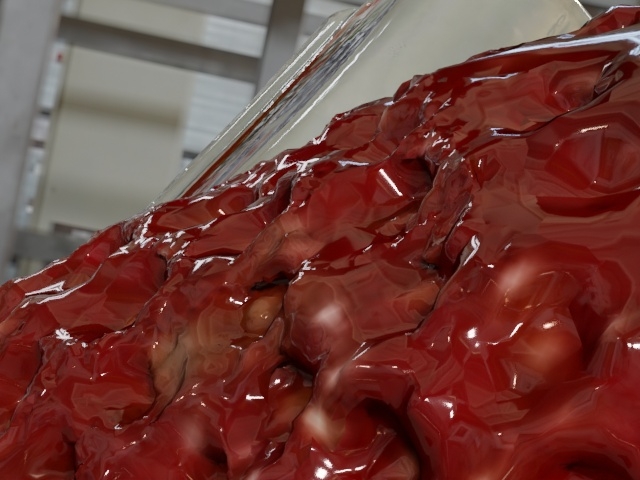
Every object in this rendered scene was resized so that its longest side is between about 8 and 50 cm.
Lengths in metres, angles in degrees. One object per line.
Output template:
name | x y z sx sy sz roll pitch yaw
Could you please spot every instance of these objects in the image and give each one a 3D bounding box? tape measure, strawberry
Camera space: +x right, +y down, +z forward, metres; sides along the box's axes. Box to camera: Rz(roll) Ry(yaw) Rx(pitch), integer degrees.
tape measure | 0.000 0.000 0.692 0.130 0.258 0.265 48 -29 -10
strawberry | 0.047 0.064 0.440 0.345 0.318 0.295 10 -35 8
